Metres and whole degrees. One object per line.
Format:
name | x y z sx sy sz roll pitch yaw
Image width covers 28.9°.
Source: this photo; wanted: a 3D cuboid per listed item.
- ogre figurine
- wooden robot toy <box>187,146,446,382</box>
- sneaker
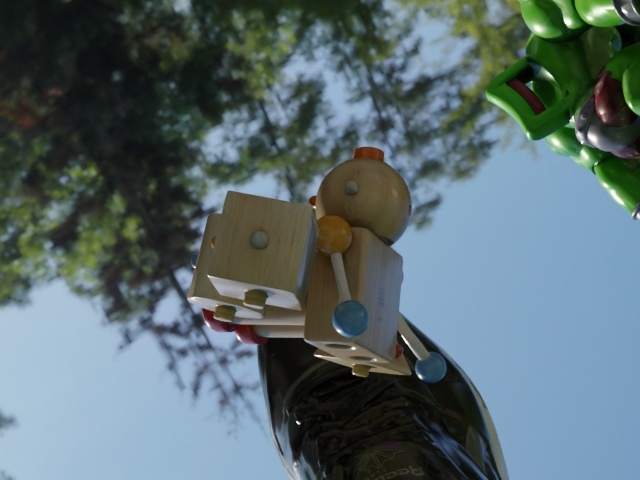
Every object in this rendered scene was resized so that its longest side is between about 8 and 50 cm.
ogre figurine | 0.154 -0.078 0.640 0.118 0.197 0.097 38 -89 37
wooden robot toy | 0.000 0.000 0.450 0.076 0.173 0.079 6 -103 23
sneaker | 0.041 0.107 0.561 0.107 0.124 0.283 -26 -126 -3
